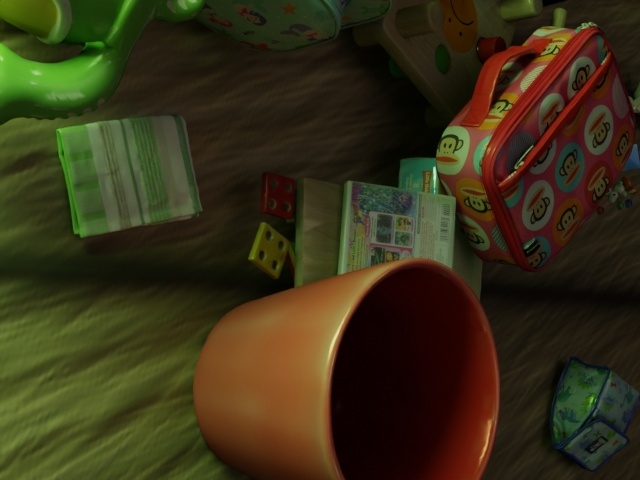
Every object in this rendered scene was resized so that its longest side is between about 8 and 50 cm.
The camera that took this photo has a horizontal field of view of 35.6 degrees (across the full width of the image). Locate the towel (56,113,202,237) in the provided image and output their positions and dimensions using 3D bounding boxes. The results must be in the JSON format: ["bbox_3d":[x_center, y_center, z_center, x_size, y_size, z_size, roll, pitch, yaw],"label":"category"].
[{"bbox_3d":[-0.194,-0.068,1.018,0.152,0.023,0.113,-14,94,-43],"label":"towel"}]

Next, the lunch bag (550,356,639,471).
[{"bbox_3d":[0.428,0.280,1.578,0.129,0.096,0.151,36,76,-41],"label":"lunch bag"}]

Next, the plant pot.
[{"bbox_3d":[0.014,0.157,1.048,0.275,0.243,0.275,5,84,-46],"label":"plant pot"}]

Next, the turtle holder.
[{"bbox_3d":[-0.234,-0.274,0.875,0.227,0.243,0.320,13,117,-30],"label":"turtle holder"}]

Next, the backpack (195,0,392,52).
[{"bbox_3d":[-0.038,-0.308,1.051,0.253,0.225,0.191,18,76,-40],"label":"backpack"}]

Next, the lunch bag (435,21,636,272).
[{"bbox_3d":[0.274,-0.135,1.274,0.293,0.120,0.258,-49,129,-23],"label":"lunch bag"}]

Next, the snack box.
[{"bbox_3d":[0.152,0.071,1.300,0.187,0.060,0.322,25,68,-59],"label":"snack box"}]

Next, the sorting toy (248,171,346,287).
[{"bbox_3d":[0.000,0.000,1.185,0.274,0.046,0.132,9,80,-50],"label":"sorting toy"}]

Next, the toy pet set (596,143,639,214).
[{"bbox_3d":[0.532,-0.109,1.734,0.122,0.065,0.114,-14,96,-46],"label":"toy pet set"}]

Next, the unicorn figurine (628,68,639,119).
[{"bbox_3d":[0.583,-0.255,1.804,0.162,0.060,0.111,37,61,-37],"label":"unicorn figurine"}]

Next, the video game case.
[{"bbox_3d":[0.091,0.015,1.189,0.143,0.019,0.157,8,80,-18],"label":"video game case"}]

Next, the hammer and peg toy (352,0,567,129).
[{"bbox_3d":[0.208,-0.277,1.374,0.361,0.127,0.266,41,59,-40],"label":"hammer and peg toy"}]

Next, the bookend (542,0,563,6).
[{"bbox_3d":[0.325,-0.433,1.486,0.072,0.157,0.156,-3,89,-46],"label":"bookend"}]
